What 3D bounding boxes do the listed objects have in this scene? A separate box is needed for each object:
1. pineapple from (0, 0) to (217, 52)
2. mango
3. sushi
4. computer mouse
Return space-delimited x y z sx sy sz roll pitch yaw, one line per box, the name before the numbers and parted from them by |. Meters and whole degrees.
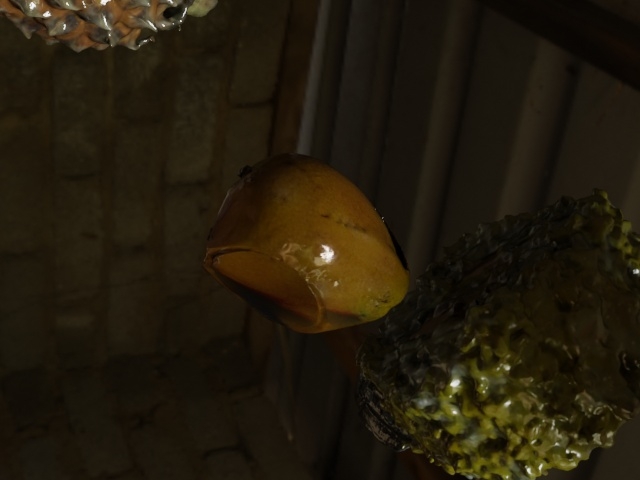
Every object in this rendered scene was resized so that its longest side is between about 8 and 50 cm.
pineapple | -0.148 -0.199 0.638 0.166 0.193 0.166 -33 -136 39
mango | 0.000 0.000 1.069 0.136 0.236 0.166 -21 -143 44
sushi | 0.258 0.120 1.241 0.240 0.396 0.351 53 -37 -9
computer mouse | 0.099 0.246 1.541 0.105 0.062 0.192 -62 -150 19
